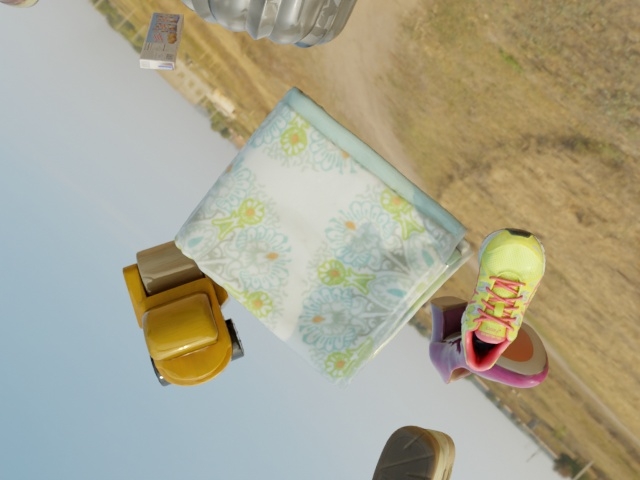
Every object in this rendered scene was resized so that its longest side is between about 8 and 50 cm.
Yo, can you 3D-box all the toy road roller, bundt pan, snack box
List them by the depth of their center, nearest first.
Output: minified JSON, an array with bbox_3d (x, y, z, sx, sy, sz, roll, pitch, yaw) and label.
[{"bbox_3d":[-0.095,-0.411,1.021,0.330,0.124,0.331,15,-151,-8],"label":"bundt pan"},{"bbox_3d":[-0.310,-0.395,1.235,0.022,0.064,0.178,99,172,-48],"label":"snack box"},{"bbox_3d":[-0.296,0.145,1.338,0.240,0.202,0.330,104,146,-77],"label":"toy road roller"}]

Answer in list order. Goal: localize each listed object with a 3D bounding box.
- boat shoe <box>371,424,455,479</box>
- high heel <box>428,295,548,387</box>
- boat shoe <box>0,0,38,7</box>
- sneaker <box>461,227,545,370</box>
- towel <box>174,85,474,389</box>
[{"bbox_3d":[0.092,0.388,0.821,0.109,0.303,0.098,23,178,41],"label":"boat shoe"},{"bbox_3d":[0.291,0.224,1.095,0.377,0.127,0.182,-127,27,-78],"label":"high heel"},{"bbox_3d":[-0.496,-0.459,1.007,0.323,0.123,0.119,5,-173,44],"label":"boat shoe"},{"bbox_3d":[0.220,0.080,0.766,0.081,0.094,0.209,13,129,13],"label":"sneaker"},{"bbox_3d":[0.000,0.000,0.971,0.374,0.321,0.090,41,-171,4],"label":"towel"}]
